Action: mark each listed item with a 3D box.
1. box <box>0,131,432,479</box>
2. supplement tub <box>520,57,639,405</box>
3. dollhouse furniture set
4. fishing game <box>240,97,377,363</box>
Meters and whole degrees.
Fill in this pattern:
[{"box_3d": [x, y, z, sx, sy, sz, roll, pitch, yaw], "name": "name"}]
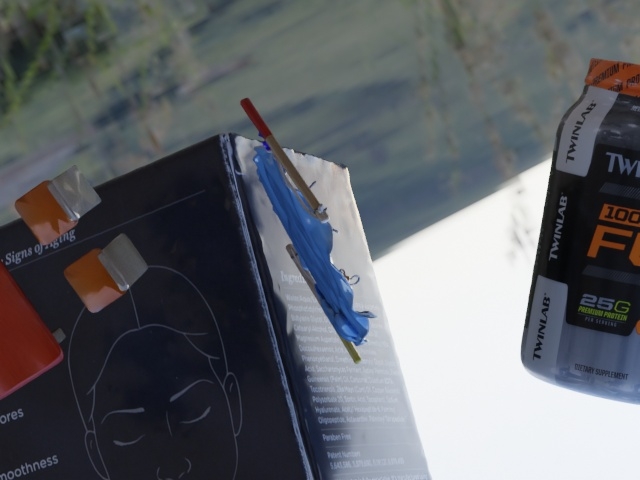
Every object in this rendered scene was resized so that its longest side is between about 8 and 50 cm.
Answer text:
[{"box_3d": [-0.173, 0.196, 1.939, 0.480, 0.472, 0.297, -21, 168, 24], "name": "box"}, {"box_3d": [0.332, -0.011, 1.877, 0.207, 0.338, 0.207, 8, -173, -1], "name": "supplement tub"}, {"box_3d": [-0.331, 0.019, 1.609, 0.262, 0.259, 0.135, -33, -174, 9], "name": "dollhouse furniture set"}, {"box_3d": [0.000, 0.000, 1.490, 0.041, 0.189, 0.264, -28, 148, -8], "name": "fishing game"}]
